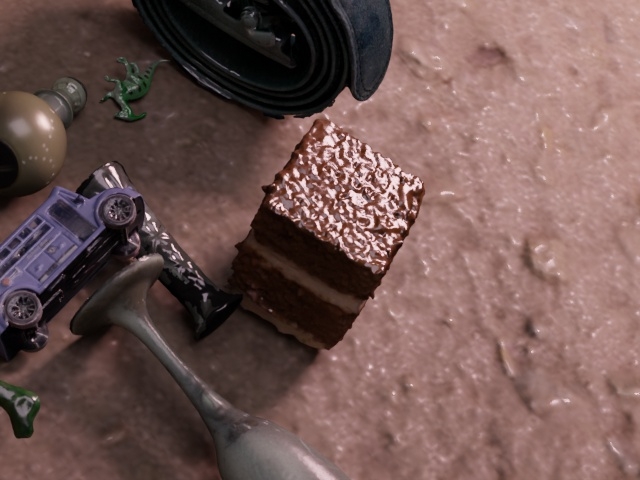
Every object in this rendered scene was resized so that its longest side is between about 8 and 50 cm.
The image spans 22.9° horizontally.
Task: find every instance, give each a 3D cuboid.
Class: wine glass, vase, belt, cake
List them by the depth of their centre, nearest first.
[{"bbox_3d":[-0.132,0.206,1.251,0.264,0.096,0.309,-38,79,-15],"label":"wine glass"},{"bbox_3d":[-0.141,0.009,1.368,0.167,0.059,0.059,47,50,11],"label":"vase"},{"bbox_3d":[0.000,0.000,1.385,0.134,0.147,0.135,35,49,-1],"label":"cake"},{"bbox_3d":[-0.048,-0.228,1.489,0.267,0.206,0.116,40,47,-10],"label":"belt"}]

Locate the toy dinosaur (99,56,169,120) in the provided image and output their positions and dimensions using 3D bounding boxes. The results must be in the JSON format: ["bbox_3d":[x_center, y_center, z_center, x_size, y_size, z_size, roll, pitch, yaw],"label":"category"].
[{"bbox_3d":[-0.170,-0.144,1.490,0.083,0.021,0.062,-13,70,-28],"label":"toy dinosaur"}]

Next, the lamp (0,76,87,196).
[{"bbox_3d":[-0.249,-0.101,1.389,0.091,0.091,0.163,35,33,1],"label":"lamp"}]

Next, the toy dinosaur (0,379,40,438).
[{"bbox_3d":[-0.441,0.035,1.110,0.301,0.087,0.447,-36,91,-14],"label":"toy dinosaur"}]

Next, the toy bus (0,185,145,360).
[{"bbox_3d":[-0.217,0.014,1.289,0.076,0.073,0.167,38,69,13],"label":"toy bus"}]
